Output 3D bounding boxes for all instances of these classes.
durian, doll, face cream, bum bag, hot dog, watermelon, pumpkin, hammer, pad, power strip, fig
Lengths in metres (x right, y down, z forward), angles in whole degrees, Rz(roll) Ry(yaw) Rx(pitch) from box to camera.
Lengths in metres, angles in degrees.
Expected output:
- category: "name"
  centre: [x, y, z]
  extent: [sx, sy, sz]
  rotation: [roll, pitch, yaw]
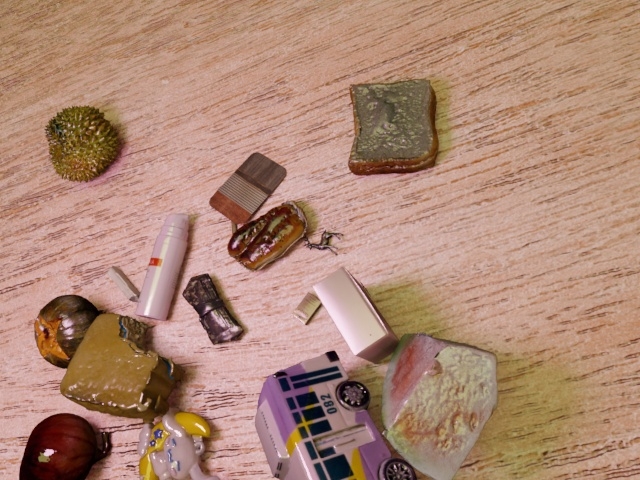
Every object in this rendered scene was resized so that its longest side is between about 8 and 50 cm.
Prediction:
- category: "durian"
  centre: [-0.861, -0.354, 1.754]
  extent: [0.292, 0.224, 0.290]
  rotation: [-3, 76, 14]
- category: "doll"
  centre: [-0.399, 0.587, 1.345]
  extent: [0.238, 0.111, 0.252]
  rotation: [-23, 57, 7]
- category: "face cream"
  centre: [-0.496, 0.078, 1.560]
  extent: [0.102, 0.102, 0.345]
  rotation: [5, 73, 18]
- category: "bum bag"
  centre: [-0.332, 0.211, 1.481]
  extent: [0.102, 0.069, 0.248]
  rotation: [-32, 66, -13]
- category: "hot dog"
  centre: [-0.162, -0.016, 1.500]
  extent: [0.271, 0.082, 0.162]
  rotation: [-36, 60, 1]
- category: "watermelon"
  centre: [0.292, 0.322, 1.101]
  extent: [0.228, 0.258, 0.387]
  rotation: [38, 41, -2]
- category: "pumpkin"
  centre: [-0.781, 0.285, 1.530]
  extent: [0.238, 0.159, 0.237]
  rotation: [8, 105, 31]
- category: "hammer"
  centre: [-0.286, -0.058, 1.591]
  extent: [0.062, 0.017, 0.181]
  rotation: [-12, 69, 13]
- category: "pad"
  centre: [-0.304, -0.226, 1.618]
  extent: [0.323, 0.055, 0.250]
  rotation: [38, 78, 6]
- category: "power strip"
  centre: [-0.642, 0.148, 1.608]
  extent: [0.191, 0.047, 0.030]
  rotation: [41, 91, 26]
- category: "fig"
  centre: [-0.738, 0.615, 1.384]
  extent: [0.214, 0.235, 0.235]
  rotation: [38, 84, -13]

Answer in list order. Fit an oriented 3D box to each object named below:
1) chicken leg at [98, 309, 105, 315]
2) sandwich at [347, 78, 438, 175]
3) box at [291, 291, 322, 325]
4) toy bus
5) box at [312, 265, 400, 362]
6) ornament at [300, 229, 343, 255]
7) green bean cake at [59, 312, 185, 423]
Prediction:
- category: "chicken leg"
  centre: [-0.748, 0.255, 1.616]
  extent: [0.083, 0.021, 0.036]
  rotation: [-29, 86, 7]
- category: "sandwich"
  centre: [0.221, -0.348, 1.497]
  extent: [0.272, 0.099, 0.300]
  rotation: [-4, 69, 15]
- category: "box"
  centre: [-0.038, 0.198, 1.421]
  extent: [0.053, 0.024, 0.083]
  rotation: [35, 85, 25]
- category: "toy bus"
  centre: [0.016, 0.491, 1.107]
  extent: [0.250, 0.209, 0.439]
  rotation: [-7, 43, -26]
- category: "box"
  centre: [0.103, 0.197, 1.254]
  extent: [0.106, 0.251, 0.203]
  rotation: [-34, 66, 4]
- category: "ornament"
  centre: [0.000, 0.000, 1.479]
  extent: [0.125, 0.028, 0.073]
  rotation: [10, 75, 18]
- category: "green bean cake"
  centre: [-0.542, 0.370, 1.421]
  extent: [0.310, 0.202, 0.284]
  rotation: [7, 55, 18]
